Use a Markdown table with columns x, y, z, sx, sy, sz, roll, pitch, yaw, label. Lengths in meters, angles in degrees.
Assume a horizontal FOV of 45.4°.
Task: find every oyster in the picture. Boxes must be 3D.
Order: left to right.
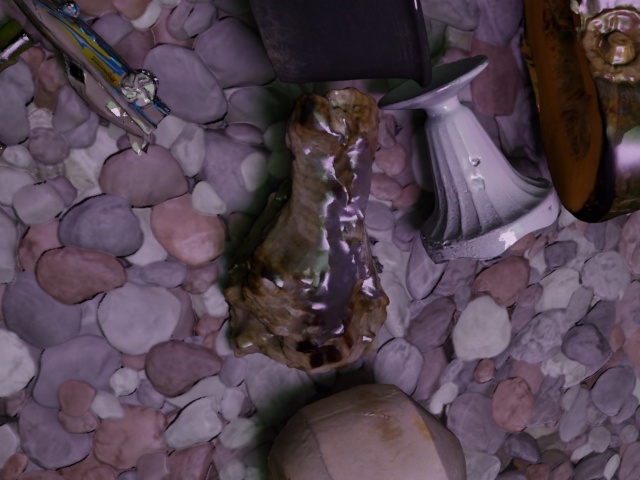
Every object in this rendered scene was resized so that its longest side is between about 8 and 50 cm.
| x | y | z | sx | sy | sz | roll | pitch | yaw | label |
| --- | --- | --- | --- | --- | --- | --- | --- | --- | --- |
| 0.008 | 0.001 | 0.828 | 0.198 | 0.133 | 0.336 | -1 | 109 | -29 | oyster |

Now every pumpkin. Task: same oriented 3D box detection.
| x | y | z | sx | sy | sz | roll | pitch | yaw | label |
| --- | --- | --- | --- | --- | --- | --- | --- | --- | --- |
| 0.357 | -0.187 | 0.845 | 0.232 | 0.242 | 0.324 | -6 | 90 | -5 | pumpkin |

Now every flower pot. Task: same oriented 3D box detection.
| x | y | z | sx | sy | sz | roll | pitch | yaw | label |
| --- | --- | --- | --- | --- | --- | --- | --- | --- | --- |
| 0.006 | -0.239 | 0.732 | 0.148 | 0.235 | 0.235 | -18 | 111 | 5 | flower pot |

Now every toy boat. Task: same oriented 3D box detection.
| x | y | z | sx | sy | sz | roll | pitch | yaw | label |
| --- | --- | --- | --- | --- | --- | --- | --- | --- | --- |
| -0.224 | -0.175 | 0.725 | 0.210 | 0.084 | 0.066 | 45 | 81 | -15 | toy boat |

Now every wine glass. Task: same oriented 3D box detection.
| x | y | z | sx | sy | sz | roll | pitch | yaw | label |
| --- | --- | --- | --- | --- | --- | --- | --- | --- | --- |
| 0.157 | -0.089 | 0.847 | 0.165 | 0.165 | 0.196 | -32 | 108 | -10 | wine glass |

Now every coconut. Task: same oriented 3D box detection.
| x | y | z | sx | sy | sz | roll | pitch | yaw | label |
| --- | --- | --- | --- | --- | --- | --- | --- | --- | --- |
| 0.060 | 0.278 | 0.879 | 0.241 | 0.241 | 0.241 | -6 | 106 | -20 | coconut |

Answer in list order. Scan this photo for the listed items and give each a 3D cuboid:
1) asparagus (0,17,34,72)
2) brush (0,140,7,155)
| x | y | z | sx | sy | sz | roll | pitch | yaw | label |
| --- | --- | --- | --- | --- | --- | --- | --- | --- | --- |
| -0.333 | -0.139 | 0.713 | 0.165 | 0.030 | 0.036 | -49 | 125 | -3 | asparagus |
| -0.385 | -0.005 | 0.730 | 0.043 | 0.036 | 0.248 | 35 | 97 | -21 | brush |
